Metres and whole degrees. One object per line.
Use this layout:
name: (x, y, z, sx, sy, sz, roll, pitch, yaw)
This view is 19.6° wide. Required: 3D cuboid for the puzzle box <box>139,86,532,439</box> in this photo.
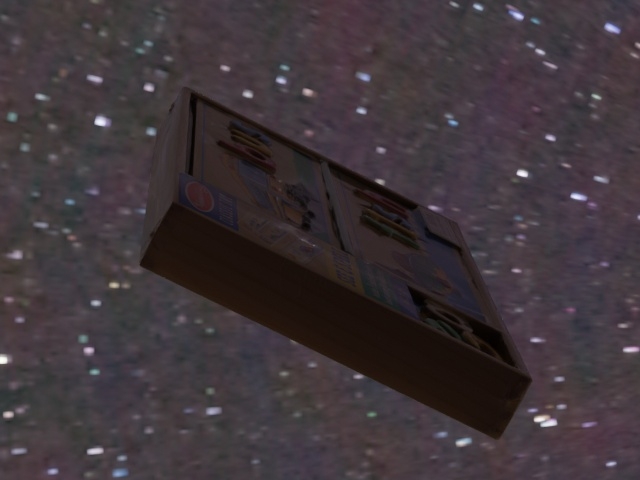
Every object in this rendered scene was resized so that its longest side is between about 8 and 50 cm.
puzzle box: (0.000, 0.000, 1.390, 0.272, 0.409, 0.052, 26, -78, -10)
